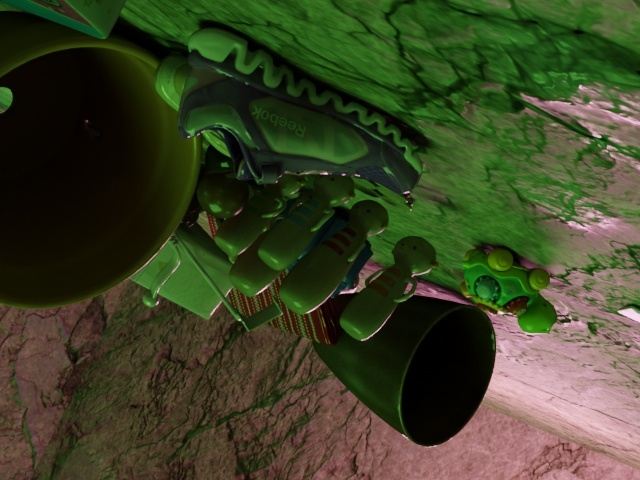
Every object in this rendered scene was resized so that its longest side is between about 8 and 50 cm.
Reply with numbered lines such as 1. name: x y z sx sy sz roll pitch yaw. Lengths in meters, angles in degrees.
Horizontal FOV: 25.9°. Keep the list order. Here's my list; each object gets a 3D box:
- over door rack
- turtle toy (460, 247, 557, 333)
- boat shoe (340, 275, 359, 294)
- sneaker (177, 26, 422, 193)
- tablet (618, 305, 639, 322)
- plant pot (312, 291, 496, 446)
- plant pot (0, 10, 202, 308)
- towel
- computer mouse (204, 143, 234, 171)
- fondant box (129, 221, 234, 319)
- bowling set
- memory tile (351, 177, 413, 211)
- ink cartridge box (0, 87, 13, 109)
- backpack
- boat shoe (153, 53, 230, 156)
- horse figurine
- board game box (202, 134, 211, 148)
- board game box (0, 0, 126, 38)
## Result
1. over door rack: -0.200 -0.017 1.825 0.324 0.108 0.240 38 -159 -56
2. turtle toy: 0.211 0.057 1.551 0.130 0.066 0.095 28 172 -14
3. boat shoe: 0.020 0.054 2.169 0.081 0.079 0.227 0 168 4
4. sneaker: -0.025 -0.088 1.210 0.236 0.105 0.095 26 171 -14
5. tablet: 0.366 0.091 1.506 0.083 0.006 0.054 25 172 -2
6. plant pot: 0.104 0.165 2.072 0.230 0.215 0.215 21 171 40
7. plant pot: -0.294 -0.104 1.414 0.291 0.291 0.203 33 -175 -44
8. towel: -0.074 0.045 2.101 0.275 0.031 0.199 15 124 53
9. computer mouse: -0.105 -0.098 1.612 0.041 0.071 0.242 62 173 -3
10. fondant box: -0.290 -0.039 2.077 0.238 0.096 0.330 32 -173 -40
11. bowling set: -0.018 -0.030 1.466 0.287 0.154 0.200 19 152 51
12. memory tile: 0.041 -0.071 1.447 0.113 0.012 0.148 24 173 13
13. ink cartridge box: -0.383 -0.205 1.722 0.104 0.060 0.180 31 171 -31
14. backpack: 0.000 0.000 1.759 0.120 0.098 0.101 44 155 -26
15. boat shoe: -0.085 -0.118 1.345 0.170 0.063 0.059 32 176 -35
16. horse figurine: -0.111 -0.035 1.808 0.263 0.066 0.174 39 -157 -58
17. board game box: -0.199 -0.152 1.620 0.154 0.026 0.103 18 169 44
18. board game box: -0.268 -0.259 0.876 0.224 0.098 0.303 22 172 26
